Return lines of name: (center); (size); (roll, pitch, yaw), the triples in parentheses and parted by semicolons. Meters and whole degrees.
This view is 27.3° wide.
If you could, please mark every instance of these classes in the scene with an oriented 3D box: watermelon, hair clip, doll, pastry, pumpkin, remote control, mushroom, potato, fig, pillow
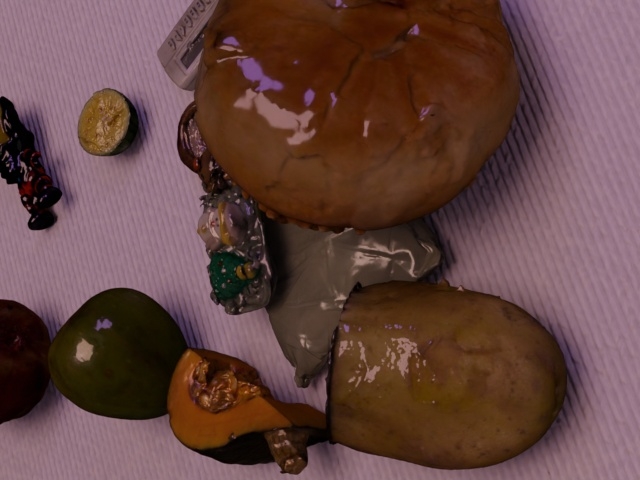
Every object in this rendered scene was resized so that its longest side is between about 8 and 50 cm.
watermelon: (-0.313, -0.172, 1.984); (0.105, 0.062, 0.105); (-7, 75, 30)
hair clip: (-0.122, -0.068, 1.728); (0.138, 0.091, 0.321); (-21, 65, 47)
doll: (-0.487, -0.135, 2.100); (0.127, 0.088, 0.248); (-41, 64, 26)
pastry: (0.037, -0.189, 1.556); (0.410, 0.245, 0.409); (1, 57, -1)
pumpkin: (-0.086, 0.241, 1.700); (0.248, 0.131, 0.126); (25, 90, 43)
remote control: (-0.143, -0.321, 1.882); (0.230, 0.049, 0.090); (-49, 58, 21)
mushroom: (-0.149, -0.146, 1.857); (0.123, 0.052, 0.123); (-4, 82, 30)
potato: (0.145, 0.154, 1.500); (0.266, 0.229, 0.229); (9, 88, 14)
fig: (-0.502, 0.226, 2.043); (0.190, 0.191, 0.290); (50, 149, 32)
fig: (-0.269, 0.167, 1.823); (0.191, 0.181, 0.181); (28, 101, 14)
pillow: (0.001, 0.000, 1.700); (0.274, 0.076, 0.280); (-43, 59, 27)
